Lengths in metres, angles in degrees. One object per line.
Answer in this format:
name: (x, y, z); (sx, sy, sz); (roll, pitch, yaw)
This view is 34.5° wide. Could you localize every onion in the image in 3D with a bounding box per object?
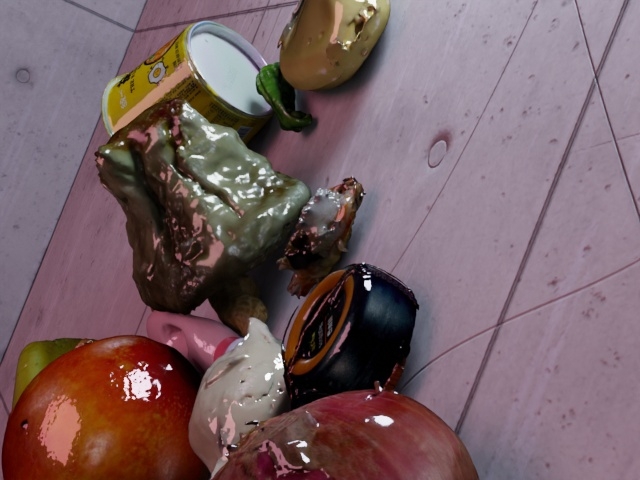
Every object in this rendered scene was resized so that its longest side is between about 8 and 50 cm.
onion: (0.018, 0.304, 1.113); (0.353, 0.354, 0.353); (-44, 34, 41)

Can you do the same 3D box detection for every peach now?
peach: (-0.351, 0.342, 1.751); (0.388, 0.388, 0.388); (-44, 34, 41)

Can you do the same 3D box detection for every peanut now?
peanut: (-0.144, 0.114, 1.850); (0.093, 0.083, 0.194); (-34, 29, -10)

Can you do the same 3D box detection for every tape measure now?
tape measure: (0.040, 0.141, 1.406); (0.223, 0.135, 0.202); (-53, 19, 25)

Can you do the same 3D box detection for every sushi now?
sushi: (-0.003, 0.000, 1.639); (0.097, 0.103, 0.226); (-113, 43, -58)

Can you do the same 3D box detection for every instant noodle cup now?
instant noodle cup: (-0.258, -0.287, 2.160); (0.254, 0.326, 0.325); (-38, 38, 34)

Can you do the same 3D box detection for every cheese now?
cheese: (0.030, -0.390, 1.871); (0.316, 0.128, 0.259); (-145, 70, -71)

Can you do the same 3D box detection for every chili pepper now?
chili pepper: (-0.076, -0.284, 2.025); (0.074, 0.100, 0.257); (-53, 32, 26)

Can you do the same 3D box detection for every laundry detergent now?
laundry detergent: (-0.198, 0.192, 1.823); (0.088, 0.159, 0.335); (-45, 23, -22)

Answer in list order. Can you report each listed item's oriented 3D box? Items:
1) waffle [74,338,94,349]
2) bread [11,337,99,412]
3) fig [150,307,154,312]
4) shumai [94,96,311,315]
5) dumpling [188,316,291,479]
waffle: (-0.430, 0.369, 2.045); (0.091, 0.213, 0.307); (-29, 43, 66)
bread: (-0.551, 0.382, 2.266); (0.376, 0.251, 0.208); (-107, 29, -50)
fig: (-0.350, 0.140, 2.281); (0.050, 0.050, 0.083); (-62, 12, 12)
shumai: (-0.237, -0.080, 1.815); (0.324, 0.323, 0.397); (-43, 14, -32)
dumpling: (-0.095, 0.287, 1.570); (0.242, 0.187, 0.318); (83, -164, -44)
